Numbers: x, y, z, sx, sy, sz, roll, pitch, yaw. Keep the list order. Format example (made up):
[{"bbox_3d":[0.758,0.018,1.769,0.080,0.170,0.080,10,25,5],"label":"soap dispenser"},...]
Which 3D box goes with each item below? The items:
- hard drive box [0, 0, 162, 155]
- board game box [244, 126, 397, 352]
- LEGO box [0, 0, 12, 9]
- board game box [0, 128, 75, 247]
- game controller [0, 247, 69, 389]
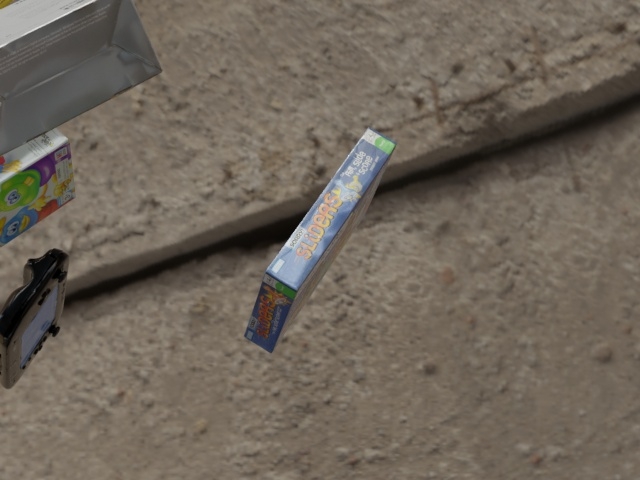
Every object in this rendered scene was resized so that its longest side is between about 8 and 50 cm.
[{"bbox_3d":[-0.287,-0.172,1.047,0.181,0.089,0.232,-31,26,-20],"label":"hard drive box"},{"bbox_3d":[0.000,0.000,1.052,0.035,0.136,0.201,31,57,6],"label":"board game box"},{"bbox_3d":[-0.589,-0.351,1.412,0.373,0.193,0.500,8,50,42],"label":"LEGO box"},{"bbox_3d":[-0.497,-0.068,1.493,0.144,0.142,0.275,42,61,18],"label":"board game box"},{"bbox_3d":[-0.450,0.128,1.676,0.067,0.319,0.166,22,63,-5],"label":"game controller"}]
